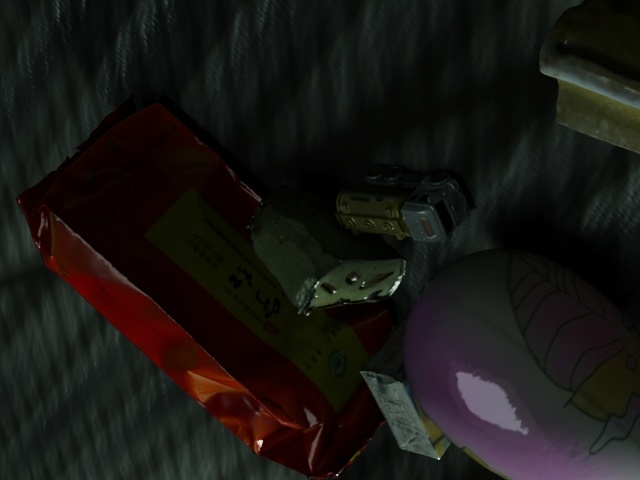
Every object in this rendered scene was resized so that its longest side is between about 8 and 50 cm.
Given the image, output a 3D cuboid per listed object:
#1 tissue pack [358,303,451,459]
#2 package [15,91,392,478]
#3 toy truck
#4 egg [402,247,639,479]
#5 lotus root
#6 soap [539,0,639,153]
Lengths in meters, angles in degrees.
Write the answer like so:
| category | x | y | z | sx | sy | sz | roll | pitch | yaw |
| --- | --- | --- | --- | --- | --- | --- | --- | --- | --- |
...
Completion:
| category | x | y | z | sx | sy | sz | roll | pitch | yaw |
| --- | --- | --- | --- | --- | --- | --- | --- | --- | --- |
| tissue pack | 0.112 | 0.120 | 1.845 | 0.060 | 0.148 | 0.109 | 6 | 134 | 41 |
| package | -0.101 | 0.050 | 1.946 | 0.423 | 0.196 | 0.123 | 40 | 152 | 0 |
| toy truck | 0.075 | -0.030 | 1.786 | 0.123 | 0.063 | 0.052 | 7 | 134 | 42 |
| egg | 0.200 | 0.125 | 1.717 | 0.271 | 0.196 | 0.196 | 35 | 147 | 10 |
| lotus root | 0.001 | -0.002 | 1.854 | 0.144 | 0.143 | 0.070 | 45 | 122 | 19 |
| soap | 0.323 | -0.131 | 1.230 | 0.281 | 0.259 | 0.143 | 27 | 151 | 26 |
